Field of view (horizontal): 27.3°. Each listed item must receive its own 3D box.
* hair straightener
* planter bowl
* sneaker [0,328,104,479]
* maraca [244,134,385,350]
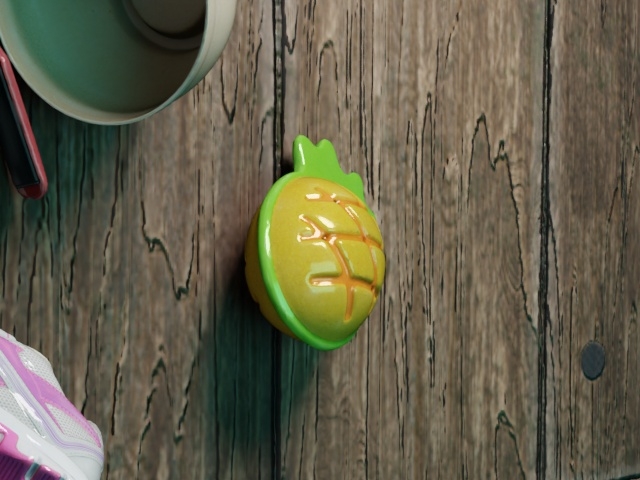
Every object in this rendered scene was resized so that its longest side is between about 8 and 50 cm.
[{"bbox_3d":[-0.243,-0.127,0.832,0.089,0.047,0.230,-21,105,-37],"label":"hair straightener"},{"bbox_3d":[-0.121,-0.167,0.875,0.109,0.162,0.162,-35,116,-61],"label":"planter bowl"},{"bbox_3d":[-0.235,0.097,0.825,0.103,0.111,0.252,-39,103,16],"label":"sneaker"},{"bbox_3d":[0.000,0.000,1.007,0.127,0.099,0.186,50,36,-32],"label":"maraca"}]
